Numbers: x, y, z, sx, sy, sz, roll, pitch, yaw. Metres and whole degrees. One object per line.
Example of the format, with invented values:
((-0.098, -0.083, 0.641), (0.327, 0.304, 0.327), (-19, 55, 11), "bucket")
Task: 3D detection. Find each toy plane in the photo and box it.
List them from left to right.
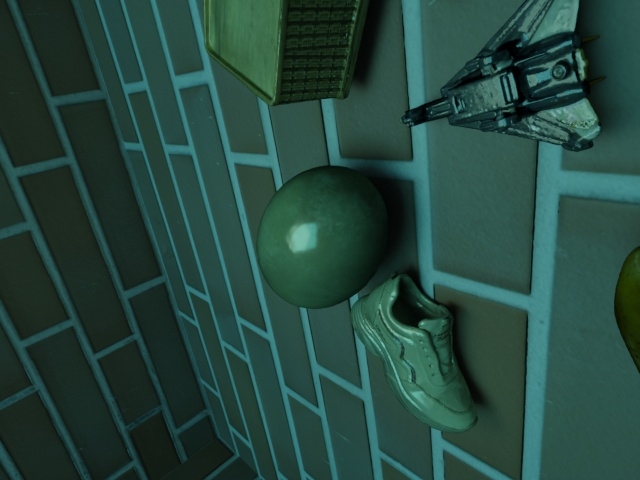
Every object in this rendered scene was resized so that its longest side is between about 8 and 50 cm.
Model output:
((0.215, -0.205, 0.601), (0.316, 0.103, 0.204), (-2, 110, 51), "toy plane")

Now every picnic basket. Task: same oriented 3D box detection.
((-0.073, -0.407, 0.746), (0.313, 0.175, 0.228), (47, 141, 36), "picnic basket")

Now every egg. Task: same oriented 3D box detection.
((0.000, 0.000, 0.860), (0.258, 0.258, 0.352), (47, 145, 20), "egg")

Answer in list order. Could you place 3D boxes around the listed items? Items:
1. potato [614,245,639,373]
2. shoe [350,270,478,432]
((0.446, 0.163, 0.458), (0.176, 0.195, 0.369), (-20, 109, 49), "potato")
((0.208, 0.218, 0.844), (0.342, 0.132, 0.210), (52, 145, 20), "shoe")
